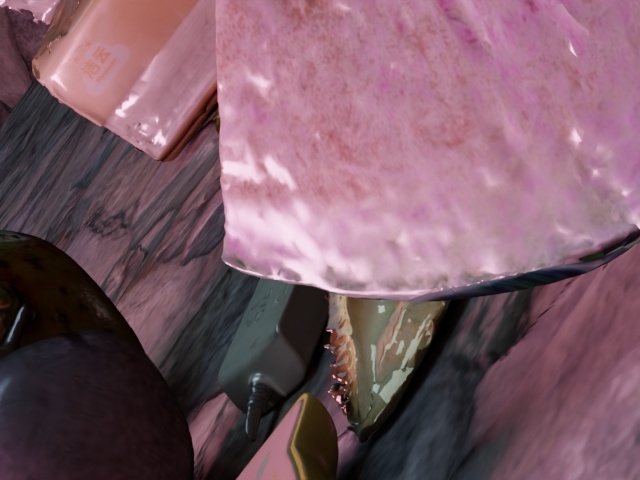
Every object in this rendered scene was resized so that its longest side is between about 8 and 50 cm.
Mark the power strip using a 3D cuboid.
[{"bbox_3d":[0.000,0.000,0.960,0.060,0.027,0.253,-40,20,47],"label":"power strip"}]

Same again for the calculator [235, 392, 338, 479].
[{"bbox_3d":[-0.053,0.176,0.721,0.236,0.033,0.157,-55,14,10],"label":"calculator"}]

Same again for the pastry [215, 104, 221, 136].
[{"bbox_3d":[-0.018,-0.094,1.195,0.097,0.057,0.109,-33,28,46],"label":"pastry"}]

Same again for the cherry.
[{"bbox_3d":[-0.138,0.119,0.893,0.176,0.176,0.140,-56,-9,-2],"label":"cherry"}]

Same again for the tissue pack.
[{"bbox_3d":[-0.118,-0.261,1.570,0.305,0.238,0.238,-50,14,19],"label":"tissue pack"}]

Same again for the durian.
[{"bbox_3d":[0.035,0.026,0.790,0.066,0.052,0.130,13,67,34],"label":"durian"}]

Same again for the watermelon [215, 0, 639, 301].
[{"bbox_3d":[0.121,-0.152,0.599,0.292,0.319,0.222,3,16,31],"label":"watermelon"}]

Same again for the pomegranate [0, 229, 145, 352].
[{"bbox_3d":[-0.183,0.109,1.076,0.198,0.246,0.198,-14,35,10],"label":"pomegranate"}]
